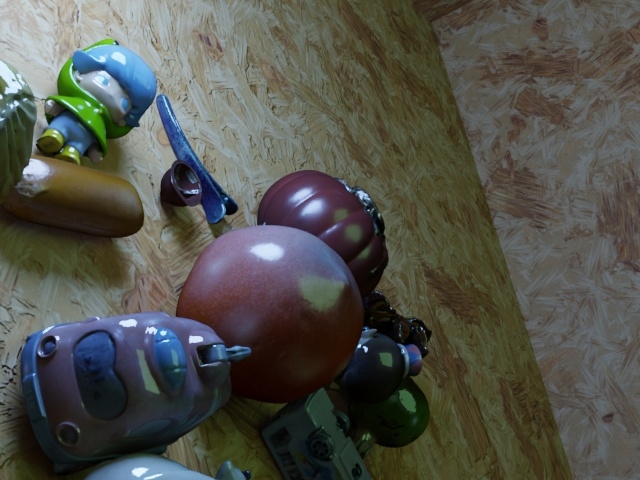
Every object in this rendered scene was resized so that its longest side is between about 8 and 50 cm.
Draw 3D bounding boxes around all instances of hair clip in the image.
[{"bbox_3d":[-0.251,-0.163,1.884,0.275,0.048,0.083,62,29,-5],"label":"hair clip"}]

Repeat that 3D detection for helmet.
[{"bbox_3d":[-0.267,-0.095,1.772,0.089,0.057,0.111,60,20,-19],"label":"helmet"}]

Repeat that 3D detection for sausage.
[{"bbox_3d":[-0.376,-0.065,1.479,0.274,0.105,0.105,14,56,-60],"label":"sausage"}]

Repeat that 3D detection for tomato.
[{"bbox_3d":[-0.080,0.118,1.646,0.321,0.321,0.322,45,32,-38],"label":"tomato"}]

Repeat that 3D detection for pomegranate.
[{"bbox_3d":[0.127,0.371,2.030,0.210,0.180,0.180,-52,121,-22],"label":"pomegranate"}]

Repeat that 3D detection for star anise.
[{"bbox_3d":[0.160,0.207,2.287,0.220,0.126,0.190,38,24,7],"label":"star anise"}]

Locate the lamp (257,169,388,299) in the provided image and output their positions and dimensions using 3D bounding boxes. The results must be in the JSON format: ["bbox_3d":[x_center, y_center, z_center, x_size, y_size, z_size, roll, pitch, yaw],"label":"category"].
[{"bbox_3d":[0.000,0.000,1.969,0.303,0.257,0.303,54,-11,15],"label":"lamp"}]

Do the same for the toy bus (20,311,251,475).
[{"bbox_3d":[-0.251,0.192,1.336,0.294,0.231,0.197,14,56,-61],"label":"toy bus"}]

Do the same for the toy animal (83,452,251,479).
[{"bbox_3d":[-0.180,0.371,1.281,0.289,0.249,0.174,59,39,-69],"label":"toy animal"}]

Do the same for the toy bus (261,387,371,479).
[{"bbox_3d":[0.018,0.435,1.765,0.330,0.136,0.109,63,27,-7],"label":"toy bus"}]

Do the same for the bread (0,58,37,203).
[{"bbox_3d":[-0.507,-0.097,1.114,0.388,0.183,0.236,-26,77,-47],"label":"bread"}]

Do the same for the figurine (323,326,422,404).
[{"bbox_3d":[0.068,0.238,1.920,0.275,0.161,0.158,21,10,-14],"label":"figurine"}]

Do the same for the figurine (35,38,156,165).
[{"bbox_3d":[-0.375,-0.225,1.599,0.162,0.143,0.263,46,47,-22],"label":"figurine"}]
